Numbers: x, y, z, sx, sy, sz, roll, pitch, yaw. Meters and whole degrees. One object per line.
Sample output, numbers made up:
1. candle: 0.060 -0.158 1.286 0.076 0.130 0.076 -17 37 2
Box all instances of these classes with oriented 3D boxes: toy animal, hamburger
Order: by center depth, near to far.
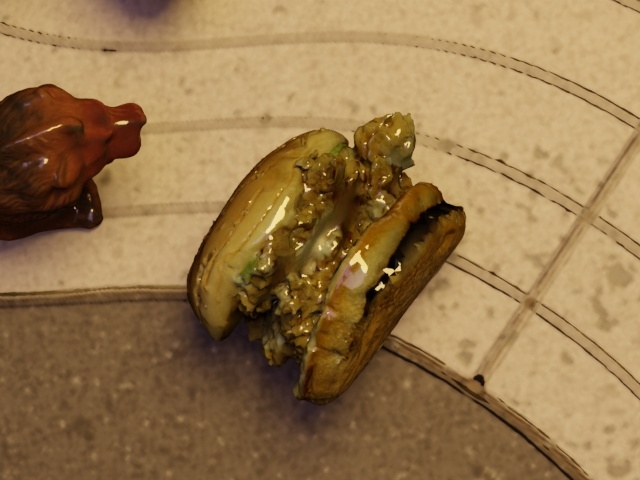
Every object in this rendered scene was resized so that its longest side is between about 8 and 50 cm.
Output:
1. hamburger: 0.000 0.000 0.791 0.131 0.159 0.185 37 109 9
2. toy animal: -0.250 -0.031 0.813 0.312 0.157 0.097 -14 84 2
